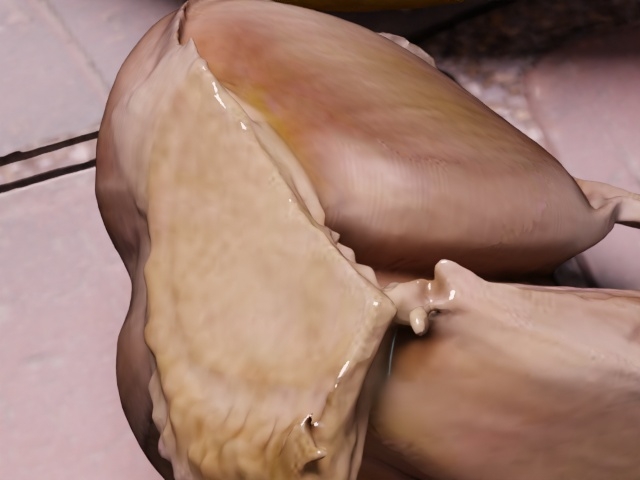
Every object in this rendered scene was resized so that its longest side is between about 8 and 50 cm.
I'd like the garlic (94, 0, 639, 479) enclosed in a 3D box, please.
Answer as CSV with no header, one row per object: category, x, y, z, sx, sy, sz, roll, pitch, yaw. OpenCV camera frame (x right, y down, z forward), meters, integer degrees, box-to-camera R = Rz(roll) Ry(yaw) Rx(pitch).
garlic,0.038,0.011,0.600,0.237,0.292,0.210,-2,86,34

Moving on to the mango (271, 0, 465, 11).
mango,0.049,-0.227,0.711,0.445,0.301,0.220,21,30,14
